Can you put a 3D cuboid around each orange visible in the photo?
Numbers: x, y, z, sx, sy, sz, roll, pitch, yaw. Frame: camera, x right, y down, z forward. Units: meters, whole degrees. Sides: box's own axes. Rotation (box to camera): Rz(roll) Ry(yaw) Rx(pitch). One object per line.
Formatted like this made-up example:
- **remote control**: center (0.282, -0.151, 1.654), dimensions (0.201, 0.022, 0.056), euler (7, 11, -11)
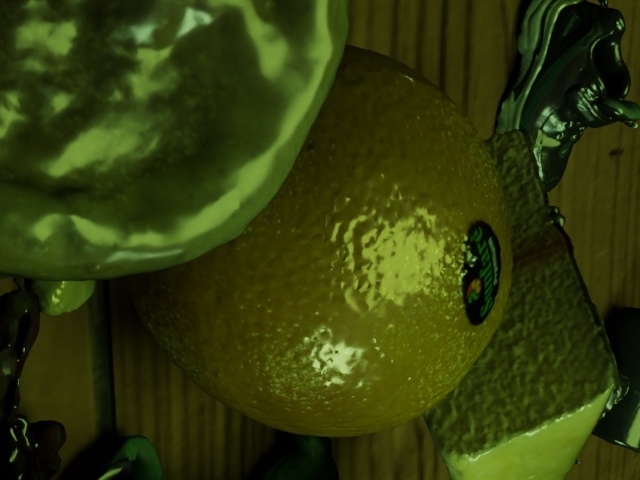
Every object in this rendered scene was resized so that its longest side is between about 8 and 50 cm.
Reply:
- **orange**: center (0.000, 0.000, 1.016), dimensions (0.236, 0.236, 0.236), euler (-30, 129, -45)

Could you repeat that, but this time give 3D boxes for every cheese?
- **cheese**: center (-0.144, 0.002, 0.972), dimensions (0.044, 0.030, 0.083), euler (-45, 145, -43)

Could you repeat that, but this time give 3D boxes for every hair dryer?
- **hair dryer**: center (0.238, 0.106, 1.564), dimensions (0.219, 0.071, 0.124), euler (23, 85, -48)

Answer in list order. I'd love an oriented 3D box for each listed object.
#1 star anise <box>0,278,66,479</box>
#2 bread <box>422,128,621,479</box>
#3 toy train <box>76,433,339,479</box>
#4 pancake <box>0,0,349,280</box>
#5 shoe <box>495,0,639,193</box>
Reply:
- **star anise**: center (-0.204, 0.125, 0.883), dimensions (0.272, 0.102, 0.272), euler (-25, 122, -47)
- **bread**: center (0.128, 0.074, 1.218), dimensions (0.135, 0.240, 0.178), euler (-21, 139, 6)
- **toy train**: center (-0.056, 0.249, 1.130), dimensions (0.369, 0.150, 0.237), euler (10, 103, -55)
- **pancake**: center (-0.120, -0.108, 0.811), dimensions (0.294, 0.049, 0.294), euler (-4, 99, -23)
- **shoe**: center (0.196, -0.108, 1.352), dimensions (0.071, 0.099, 0.169), euler (-18, 121, -54)
